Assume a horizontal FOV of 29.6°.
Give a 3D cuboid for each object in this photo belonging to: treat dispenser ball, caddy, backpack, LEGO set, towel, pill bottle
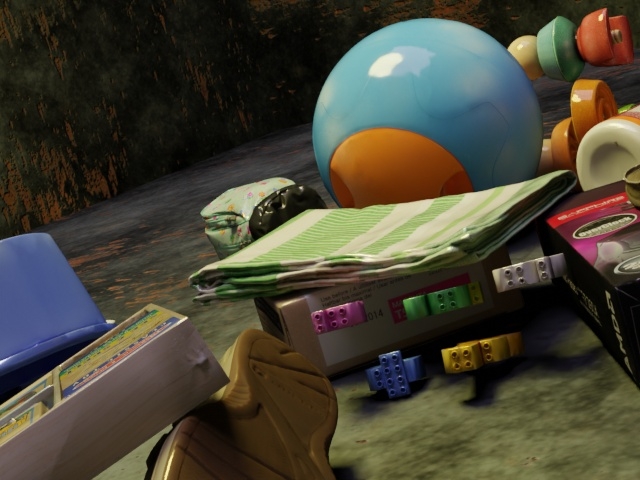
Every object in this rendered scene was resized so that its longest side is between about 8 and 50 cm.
[{"bbox_3d":[0.134,-0.133,1.518,0.288,0.288,0.288,-17,10,3],"label":"treat dispenser ball"},{"bbox_3d":[-0.373,0.139,1.248,0.341,0.179,0.241,-24,-12,-32],"label":"caddy"},{"bbox_3d":[-0.093,-0.027,1.825,0.152,0.115,0.182,-29,13,-39],"label":"backpack"},{"bbox_3d":[0.097,0.078,1.006,0.227,0.087,0.093,-16,-4,16],"label":"LEGO set"},{"bbox_3d":[0.059,-0.008,1.192,0.324,0.038,0.248,-10,12,35],"label":"towel"},{"bbox_3d":[0.412,-0.111,1.418,0.221,0.121,0.121,-25,13,-36],"label":"pill bottle"}]

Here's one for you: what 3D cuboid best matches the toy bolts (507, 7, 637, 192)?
[{"bbox_3d":[0.309,-0.181,1.554,0.158,0.229,0.218,-10,-10,32],"label":"toy bolts"}]

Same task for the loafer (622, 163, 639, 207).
[{"bbox_3d":[0.290,-0.054,0.989,0.056,0.050,0.148,-19,10,-8],"label":"loafer"}]

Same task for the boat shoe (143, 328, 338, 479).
[{"bbox_3d":[-0.059,0.168,0.794,0.110,0.121,0.341,-51,3,14],"label":"boat shoe"}]

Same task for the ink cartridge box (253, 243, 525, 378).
[{"bbox_3d":[0.060,0.052,1.228,0.234,0.088,0.193,-18,9,-10],"label":"ink cartridge box"}]

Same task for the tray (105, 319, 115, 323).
[{"bbox_3d":[-0.407,0.156,1.600,0.270,0.030,0.145,-10,12,35],"label":"tray"}]

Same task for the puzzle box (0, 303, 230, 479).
[{"bbox_3d":[-0.258,0.179,0.816,0.409,0.052,0.272,-34,7,-12],"label":"puzzle box"}]

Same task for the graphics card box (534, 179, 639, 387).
[{"bbox_3d":[0.325,0.006,1.022,0.232,0.094,0.371,-16,11,4],"label":"graphics card box"}]
